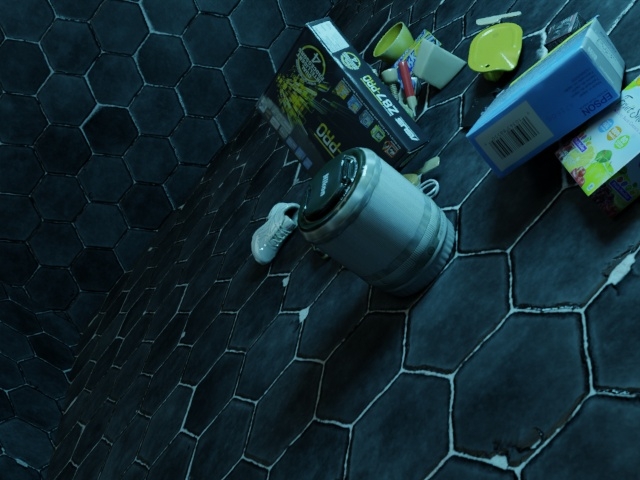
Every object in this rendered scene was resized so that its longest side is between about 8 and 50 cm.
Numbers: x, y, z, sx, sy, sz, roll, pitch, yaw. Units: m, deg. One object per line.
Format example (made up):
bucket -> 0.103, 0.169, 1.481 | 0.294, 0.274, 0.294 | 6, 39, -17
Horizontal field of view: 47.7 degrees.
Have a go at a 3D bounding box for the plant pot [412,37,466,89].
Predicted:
plant pot -> 0.312, -0.472, 1.962 | 0.096, 0.109, 0.109 | -61, 19, 16

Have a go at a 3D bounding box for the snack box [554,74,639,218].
snack box -> 0.495, -0.159, 1.153 | 0.207, 0.070, 0.174 | -44, 23, 20

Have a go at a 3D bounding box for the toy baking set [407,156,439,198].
toy baking set -> 0.196, -0.081, 1.707 | 0.196, 0.030, 0.256 | 15, 76, 61

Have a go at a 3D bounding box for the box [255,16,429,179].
box -> 0.042, -0.294, 1.789 | 0.097, 0.395, 0.318 | -33, -8, -38

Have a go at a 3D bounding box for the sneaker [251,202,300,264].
sneaker -> -0.131, -0.031, 2.219 | 0.115, 0.090, 0.232 | -16, 43, 52

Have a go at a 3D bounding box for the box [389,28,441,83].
box -> 0.282, -0.550, 2.185 | 0.169, 0.059, 0.054 | -47, 20, 15

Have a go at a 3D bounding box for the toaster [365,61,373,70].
toaster -> 0.093, -0.537, 2.485 | 0.185, 0.110, 0.168 | -44, 23, 23

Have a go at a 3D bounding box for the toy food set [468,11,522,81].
toy food set -> 0.431, -0.454, 1.745 | 0.128, 0.071, 0.218 | -7, 47, 29

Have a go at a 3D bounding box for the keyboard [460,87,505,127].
keyboard -> 0.390, -0.298, 1.641 | 0.108, 0.023, 0.180 | -61, 23, -1

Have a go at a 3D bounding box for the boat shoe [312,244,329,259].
boat shoe -> 0.000, 0.000, 1.951 | 0.056, 0.049, 0.152 | -50, 22, 10

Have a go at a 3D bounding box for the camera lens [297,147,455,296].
camera lens -> 0.108, -0.038, 1.471 | 0.219, 0.274, 0.219 | -42, 27, 27

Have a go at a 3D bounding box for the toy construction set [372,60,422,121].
toy construction set -> 0.176, -0.294, 1.867 | 0.309, 0.257, 0.237 | 148, 110, -75

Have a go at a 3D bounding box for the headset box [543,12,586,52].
headset box -> 0.530, -0.448, 1.564 | 0.083, 0.032, 0.062 | -20, 39, 57

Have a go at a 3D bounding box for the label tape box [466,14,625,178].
label tape box -> 0.436, -0.279, 1.364 | 0.249, 0.115, 0.347 | -38, 3, 34

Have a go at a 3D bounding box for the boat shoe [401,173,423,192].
boat shoe -> 0.130, -0.087, 1.680 | 0.098, 0.096, 0.277 | -39, 23, -30

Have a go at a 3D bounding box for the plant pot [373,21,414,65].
plant pot -> 0.248, -0.606, 2.290 | 0.134, 0.095, 0.134 | -43, 24, 25
